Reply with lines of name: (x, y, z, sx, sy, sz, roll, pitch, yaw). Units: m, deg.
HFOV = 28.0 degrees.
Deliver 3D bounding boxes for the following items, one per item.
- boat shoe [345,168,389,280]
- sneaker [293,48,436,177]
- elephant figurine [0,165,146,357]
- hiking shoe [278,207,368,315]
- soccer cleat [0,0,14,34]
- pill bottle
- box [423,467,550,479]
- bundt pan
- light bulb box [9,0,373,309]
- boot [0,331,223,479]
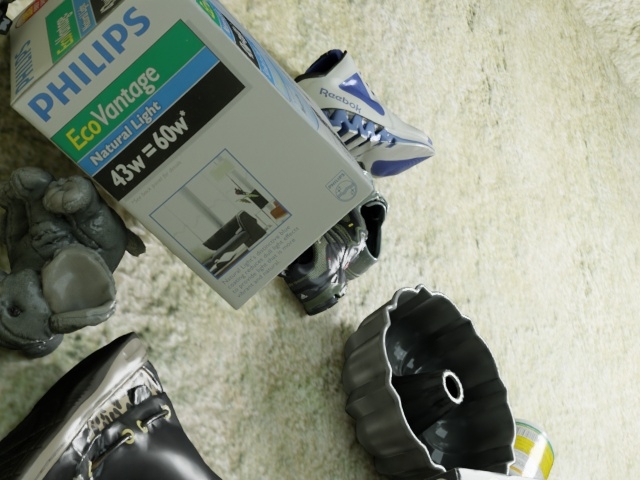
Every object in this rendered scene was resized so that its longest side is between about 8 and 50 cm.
boat shoe: (0.073, -0.036, 2.051, 0.079, 0.081, 0.227, 40, 38, -31)
sneaker: (0.062, -0.220, 2.131, 0.316, 0.127, 0.182, 11, 60, -50)
elephant figurine: (-0.308, 0.056, 1.402, 0.169, 0.186, 0.239, 94, 3, -61)
hiking shoe: (0.000, 0.000, 1.915, 0.114, 0.086, 0.226, 48, 35, -27)
soccer cleat: (-0.457, -0.226, 1.458, 0.121, 0.093, 0.289, 27, 42, 1)
pill bottle: (0.290, 0.379, 2.014, 0.117, 0.118, 0.208, 56, 32, -10)
box: (0.180, 0.380, 1.762, 0.270, 0.216, 0.060, 17, 53, -48)
bundt pan: (0.149, 0.238, 1.913, 0.331, 0.124, 0.330, 36, 40, -37)
light bulb box: (-0.168, -0.167, 1.551, 0.361, 0.225, 0.358, 45, 7, -26)
boot: (-0.215, 0.297, 1.345, 0.284, 0.138, 0.377, 54, 27, -13)
